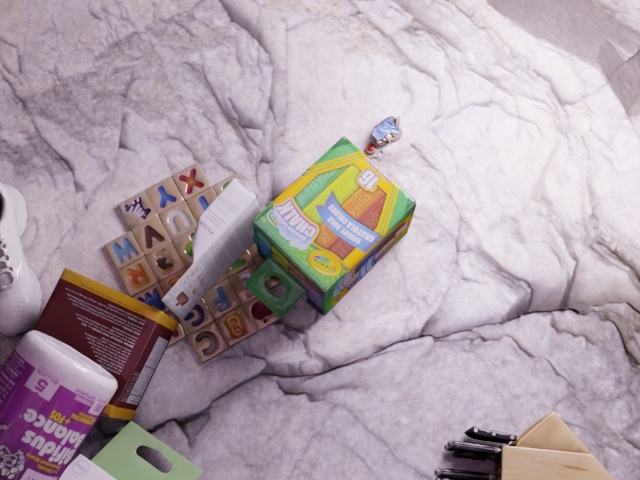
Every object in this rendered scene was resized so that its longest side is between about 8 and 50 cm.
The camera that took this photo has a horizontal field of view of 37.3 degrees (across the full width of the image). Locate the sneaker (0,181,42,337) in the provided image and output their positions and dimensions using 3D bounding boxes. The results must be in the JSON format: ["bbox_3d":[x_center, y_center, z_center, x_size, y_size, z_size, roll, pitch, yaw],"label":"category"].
[{"bbox_3d":[-0.576,0.027,1.686,0.111,0.129,0.297,-15,75,-4],"label":"sneaker"}]

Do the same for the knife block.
[{"bbox_3d":[0.336,0.411,1.570,0.242,0.088,0.275,-39,77,-8],"label":"knife block"}]

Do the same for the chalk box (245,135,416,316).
[{"bbox_3d":[0.000,0.000,1.641,0.180,0.179,0.289,42,76,12],"label":"chalk box"}]

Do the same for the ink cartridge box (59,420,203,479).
[{"bbox_3d":[-0.330,0.406,1.549,0.171,0.056,0.235,30,53,19],"label":"ink cartridge box"}]

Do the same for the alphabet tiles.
[{"bbox_3d":[-0.221,0.036,1.733,0.285,0.011,0.342,-29,75,-6],"label":"alphabet tiles"}]

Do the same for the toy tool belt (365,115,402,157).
[{"bbox_3d":[0.117,-0.198,1.767,0.083,0.051,0.052,-41,77,-9],"label":"toy tool belt"}]

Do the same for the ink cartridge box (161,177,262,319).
[{"bbox_3d":[-0.193,0.018,1.633,0.232,0.189,0.066,-44,77,-9],"label":"ink cartridge box"}]

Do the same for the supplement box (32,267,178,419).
[{"bbox_3d":[-0.383,0.181,1.629,0.191,0.129,0.194,23,80,9],"label":"supplement box"}]

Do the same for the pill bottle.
[{"bbox_3d":[-0.460,0.305,1.455,0.169,0.169,0.301,30,83,10],"label":"pill bottle"}]
